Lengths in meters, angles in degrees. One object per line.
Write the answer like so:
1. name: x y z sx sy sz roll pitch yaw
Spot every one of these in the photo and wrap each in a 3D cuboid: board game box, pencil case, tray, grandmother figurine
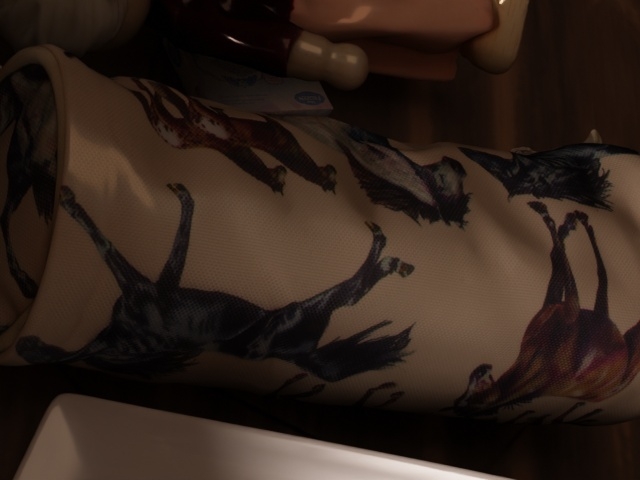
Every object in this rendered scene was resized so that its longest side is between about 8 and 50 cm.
1. board game box: -0.049 -0.110 1.168 0.090 0.020 0.090 -5 55 -34
2. pencil case: 0.000 0.000 1.003 0.410 0.160 0.183 8 40 -26
3. tray: -0.031 0.156 0.836 0.270 0.030 0.145 8 56 24
4. grandmother figurine: -0.037 -0.148 1.130 0.342 0.104 0.208 -2 26 -30
